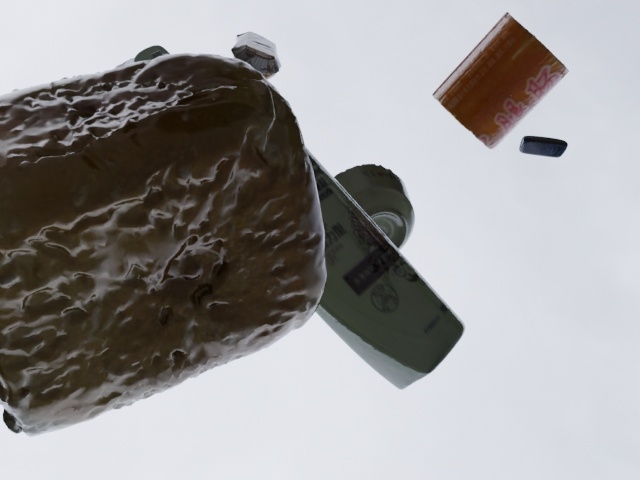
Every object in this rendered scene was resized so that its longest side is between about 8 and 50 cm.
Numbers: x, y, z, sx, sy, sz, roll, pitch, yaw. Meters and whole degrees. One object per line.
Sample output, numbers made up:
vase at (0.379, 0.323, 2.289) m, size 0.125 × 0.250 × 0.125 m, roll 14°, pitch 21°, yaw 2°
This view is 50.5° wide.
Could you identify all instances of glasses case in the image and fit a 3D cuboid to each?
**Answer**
glasses case at (0.381, -0.163, 1.168) m, size 0.083 × 0.034 × 0.023 m, roll 6°, pitch -134°, yaw -10°

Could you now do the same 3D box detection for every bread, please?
bread at (-0.137, -0.009, 0.443) m, size 0.246 × 0.176 × 0.196 m, roll -21°, pitch -55°, yaw -25°

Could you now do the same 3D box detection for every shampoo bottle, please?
shampoo bottle at (0.000, 0.000, 0.741) m, size 0.359 × 0.078 × 0.134 m, roll 48°, pitch -133°, yaw 2°

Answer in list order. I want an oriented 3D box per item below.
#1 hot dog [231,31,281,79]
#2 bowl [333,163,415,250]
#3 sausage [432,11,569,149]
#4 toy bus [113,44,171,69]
hot dog at (-0.133, -0.388, 1.418) m, size 0.108 × 0.059 × 0.191 m, roll 25°, pitch -153°, yaw -15°
bowl at (0.099, -0.035, 1.352) m, size 0.211 × 0.212 × 0.112 m, roll 13°, pitch -155°, yaw -26°
sausage at (0.475, -0.414, 1.800) m, size 0.233 × 0.287 × 0.233 m, roll 36°, pitch -156°, yaw -19°
toy bus at (-0.272, -0.222, 1.259) m, size 0.276 × 0.164 × 0.134 m, roll 50°, pitch -143°, yaw -10°
